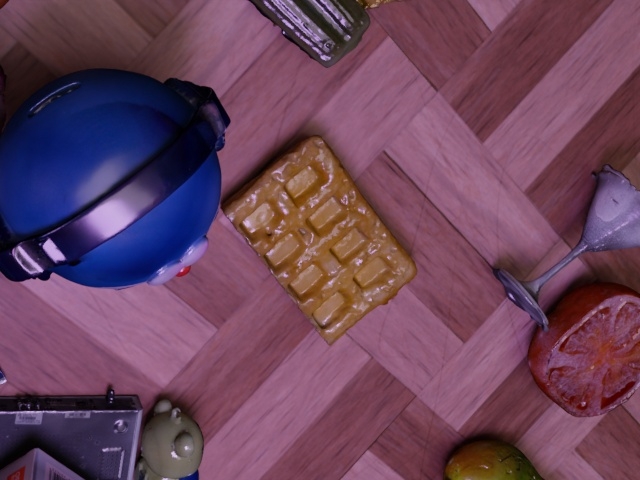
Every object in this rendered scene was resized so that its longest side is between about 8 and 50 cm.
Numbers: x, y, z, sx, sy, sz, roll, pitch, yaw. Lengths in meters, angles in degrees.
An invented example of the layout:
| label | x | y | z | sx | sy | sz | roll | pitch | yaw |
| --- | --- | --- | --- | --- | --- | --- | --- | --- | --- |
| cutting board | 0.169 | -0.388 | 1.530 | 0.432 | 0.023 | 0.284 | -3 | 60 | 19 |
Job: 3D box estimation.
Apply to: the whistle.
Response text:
| label | x | y | z | sx | sy | sz | roll | pitch | yaw |
| --- | --- | --- | --- | --- | --- | --- | --- | --- | --- |
| whistle | -0.205 | 0.320 | 1.286 | 0.085 | 0.105 | 0.227 | -6 | 119 | -29 |

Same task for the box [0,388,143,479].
| label | x | y | z | sx | sy | sz | roll | pitch | yaw |
| --- | --- | --- | --- | --- | --- | --- | --- | --- | --- |
| box | -0.375 | 0.290 | 1.235 | 0.270 | 0.045 | 0.211 | 5 | 108 | -24 |

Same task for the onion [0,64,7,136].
| label | x | y | z | sx | sy | sz | roll | pitch | yaw |
| --- | --- | --- | --- | --- | --- | --- | --- | --- | --- |
| onion | -0.477 | -0.136 | 0.970 | 0.280 | 0.146 | 0.314 | -15 | 151 | -31 |

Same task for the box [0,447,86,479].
| label | x | y | z | sx | sy | sz | roll | pitch | yaw |
| --- | --- | --- | --- | --- | --- | --- | --- | --- | --- |
| box | -0.319 | 0.385 | 1.212 | 0.135 | 0.079 | 0.269 | -33 | 125 | 14 |

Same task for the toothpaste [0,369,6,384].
| label | x | y | z | sx | sy | sz | roll | pitch | yaw |
| --- | --- | --- | --- | --- | --- | --- | --- | --- | --- |
| toothpaste | -0.429 | 0.124 | 1.166 | 0.037 | 0.021 | 0.140 | -19 | 117 | -8 |

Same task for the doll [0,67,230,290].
| label | x | y | z | sx | sy | sz | roll | pitch | yaw |
| --- | --- | --- | --- | --- | --- | --- | --- | --- | --- |
| doll | -0.229 | -0.069 | 1.018 | 0.284 | 0.310 | 0.240 | -36 | 116 | -7 |

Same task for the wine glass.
| label | x | y | z | sx | sy | sz | roll | pitch | yaw |
| --- | --- | --- | --- | --- | --- | --- | --- | --- | --- |
| wine glass | 0.380 | 0.017 | 1.406 | 0.232 | 0.156 | 0.156 | -39 | 119 | -1 |

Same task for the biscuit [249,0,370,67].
| label | x | y | z | sx | sy | sz | roll | pitch | yaw |
| --- | --- | --- | --- | --- | --- | --- | --- | --- | --- |
| biscuit | -0.070 | -0.335 | 1.127 | 0.322 | 0.038 | 0.099 | 42 | 93 | -21 |

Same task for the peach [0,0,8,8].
| label | x | y | z | sx | sy | sz | roll | pitch | yaw |
| --- | --- | --- | --- | --- | --- | --- | --- | --- | --- |
| peach | -0.398 | -0.320 | 0.894 | 0.252 | 0.252 | 0.252 | -8 | 111 | -20 |

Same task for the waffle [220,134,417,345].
| label | x | y | z | sx | sy | sz | roll | pitch | yaw |
| --- | --- | --- | --- | --- | --- | --- | --- | --- | --- |
| waffle | 0.000 | 0.000 | 1.282 | 0.168 | 0.057 | 0.274 | -41 | 119 | -5 |

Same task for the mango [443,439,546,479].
| label | x | y | z | sx | sy | sz | roll | pitch | yaw |
| --- | --- | --- | --- | --- | --- | --- | --- | --- | --- |
| mango | 0.294 | 0.389 | 1.517 | 0.233 | 0.111 | 0.125 | 20 | 106 | -25 |

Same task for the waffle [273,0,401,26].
| label | x | y | z | sx | sy | sz | roll | pitch | yaw |
| --- | --- | --- | --- | --- | --- | --- | --- | --- | --- |
| waffle | 0.047 | -0.297 | 1.215 | 0.191 | 0.032 | 0.125 | -45 | 122 | 0 |

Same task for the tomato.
| label | x | y | z | sx | sy | sz | roll | pitch | yaw |
| --- | --- | --- | --- | --- | --- | --- | --- | --- | --- |
| tomato | 0.422 | 0.164 | 1.498 | 0.237 | 0.095 | 0.237 | -12 | 119 | -21 |
